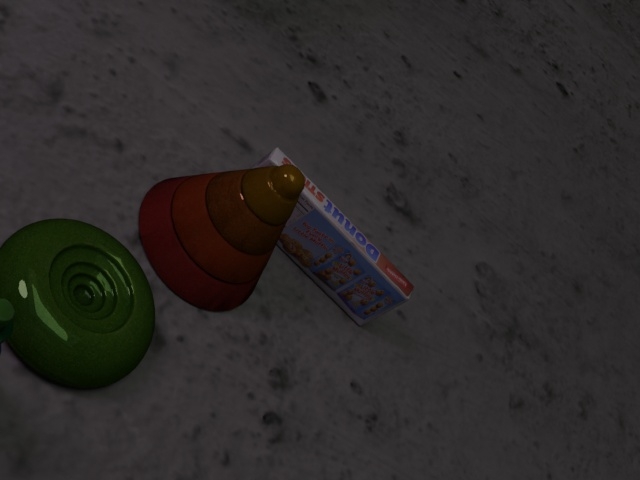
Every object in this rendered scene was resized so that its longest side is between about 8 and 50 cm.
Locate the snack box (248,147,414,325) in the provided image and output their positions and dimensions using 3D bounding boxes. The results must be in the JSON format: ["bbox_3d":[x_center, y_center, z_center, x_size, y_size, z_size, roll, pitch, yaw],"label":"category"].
[{"bbox_3d":[0.000,0.000,0.908,0.178,0.064,0.022,45,38,-16],"label":"snack box"}]

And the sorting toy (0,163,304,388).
[{"bbox_3d":[-0.124,0.013,0.714,0.365,0.126,0.127,-29,87,-53],"label":"sorting toy"}]
